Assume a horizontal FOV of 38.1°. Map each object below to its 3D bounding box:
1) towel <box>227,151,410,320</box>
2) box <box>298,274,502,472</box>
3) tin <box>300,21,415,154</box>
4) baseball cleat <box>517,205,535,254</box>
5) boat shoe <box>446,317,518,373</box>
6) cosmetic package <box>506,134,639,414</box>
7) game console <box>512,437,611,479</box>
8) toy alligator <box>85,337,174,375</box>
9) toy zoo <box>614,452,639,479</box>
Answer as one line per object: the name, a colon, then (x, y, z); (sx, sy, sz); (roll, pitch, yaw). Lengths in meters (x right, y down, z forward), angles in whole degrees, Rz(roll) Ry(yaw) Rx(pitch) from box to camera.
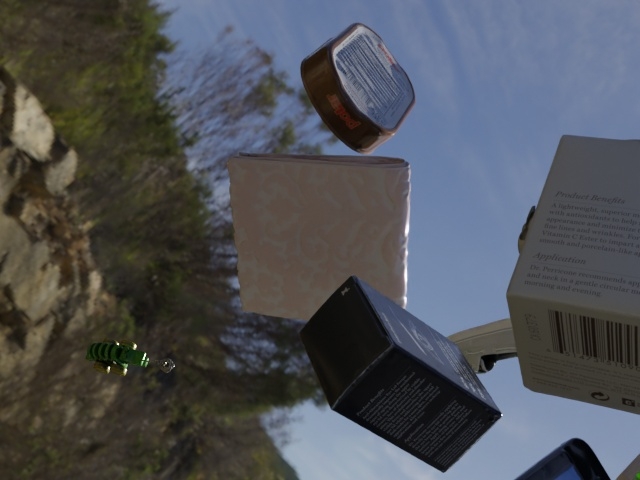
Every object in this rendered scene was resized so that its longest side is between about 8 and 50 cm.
towel: (0.000, 0.000, 1.650); (0.317, 0.053, 0.332); (5, -60, 11)
box: (0.095, 0.161, 1.122); (0.207, 0.108, 0.153); (35, 15, -30)
tin: (0.040, -0.146, 0.872); (0.040, 0.190, 0.106); (-29, -77, 26)
baseball cleat: (0.320, 0.005, 0.993); (0.206, 0.072, 0.109); (7, -44, -1)
boat shoe: (0.246, 0.169, 1.400); (0.184, 0.063, 0.066); (-23, -30, 38)
cosmetic package: (0.261, 0.030, 0.788); (0.151, 0.184, 0.151); (11, -35, 27)
game console: (0.310, 0.311, 0.884); (0.173, 0.293, 0.250); (-39, -106, 35)
toy alligator: (-0.337, 0.196, 1.576); (0.189, 0.056, 0.051); (1, -29, 30)
toy zoo: (0.527, 0.349, 1.141); (0.293, 0.192, 0.030); (43, -42, 23)
